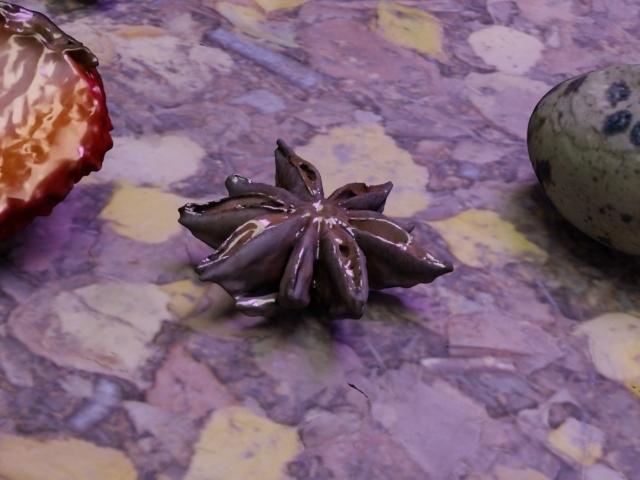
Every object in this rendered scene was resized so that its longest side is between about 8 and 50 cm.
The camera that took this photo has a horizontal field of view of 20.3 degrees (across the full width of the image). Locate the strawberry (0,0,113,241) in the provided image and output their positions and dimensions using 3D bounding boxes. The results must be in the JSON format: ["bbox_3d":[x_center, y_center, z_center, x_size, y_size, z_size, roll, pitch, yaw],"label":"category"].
[{"bbox_3d":[-0.257,-0.054,1.256,0.190,0.111,0.236,36,69,15],"label":"strawberry"}]

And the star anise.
[{"bbox_3d":[0.000,0.000,1.259,0.195,0.065,0.182,15,35,14],"label":"star anise"}]

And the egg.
[{"bbox_3d":[0.235,-0.062,1.315,0.182,0.141,0.141,24,40,35],"label":"egg"}]
